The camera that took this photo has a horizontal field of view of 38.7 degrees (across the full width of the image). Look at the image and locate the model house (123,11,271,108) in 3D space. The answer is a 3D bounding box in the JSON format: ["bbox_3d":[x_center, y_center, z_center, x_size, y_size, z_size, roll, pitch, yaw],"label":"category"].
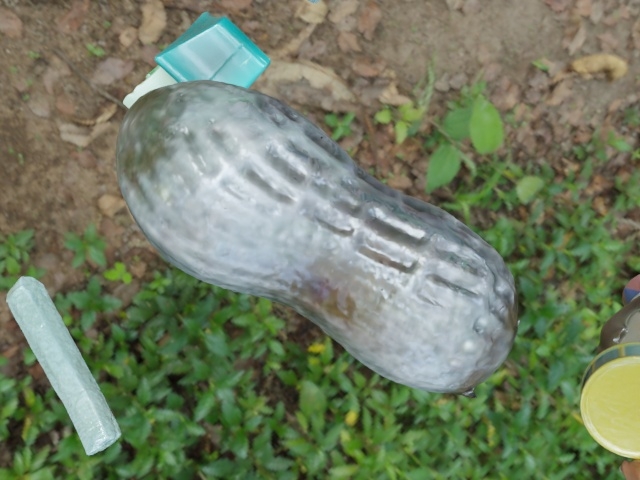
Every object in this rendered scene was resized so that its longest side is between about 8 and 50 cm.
[{"bbox_3d":[-0.134,-0.194,1.056,0.149,0.100,0.127,-36,-164,40],"label":"model house"}]

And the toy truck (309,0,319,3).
[{"bbox_3d":[-0.016,-0.416,1.009,0.133,0.184,0.338,-47,137,-17],"label":"toy truck"}]

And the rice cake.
[{"bbox_3d":[-0.318,0.148,1.117,0.045,0.245,0.042,-44,158,21],"label":"rice cake"}]

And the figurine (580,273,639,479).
[{"bbox_3d":[0.333,0.122,0.872,0.275,0.158,0.161,-34,145,-70],"label":"figurine"}]

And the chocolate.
[{"bbox_3d":[0.000,0.000,0.492,0.110,0.248,0.110,-61,-179,1],"label":"chocolate"}]
